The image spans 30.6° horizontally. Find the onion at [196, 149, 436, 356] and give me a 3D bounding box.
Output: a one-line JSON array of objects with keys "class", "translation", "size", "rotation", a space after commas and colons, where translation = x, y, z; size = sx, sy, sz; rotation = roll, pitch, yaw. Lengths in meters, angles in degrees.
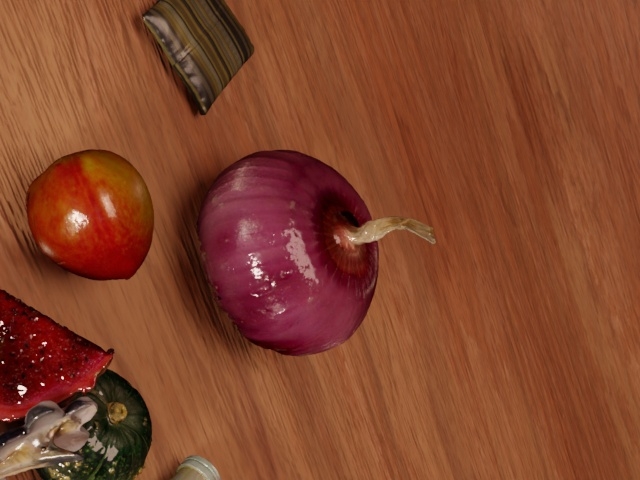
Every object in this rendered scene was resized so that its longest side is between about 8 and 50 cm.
[{"class": "onion", "translation": [-0.037, 0.001, 1.982], "size": [0.358, 0.345, 0.358], "rotation": [30, 30, -19]}]

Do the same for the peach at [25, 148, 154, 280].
[{"class": "peach", "translation": [-0.328, -0.030, 1.696], "size": [0.197, 0.197, 0.197], "rotation": [17, 68, -50]}]

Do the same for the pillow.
[{"class": "pillow", "translation": [-0.208, -0.359, 2.044], "size": [0.208, 0.052, 0.212], "rotation": [60, 42, -30]}]

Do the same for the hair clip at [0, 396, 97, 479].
[{"class": "hair clip", "translation": [-0.396, 0.282, 1.493], "size": [0.146, 0.257, 0.075], "rotation": [63, 2, -70]}]

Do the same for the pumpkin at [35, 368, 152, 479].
[{"class": "pumpkin", "translation": [-0.324, 0.270, 1.653], "size": [0.190, 0.146, 0.190], "rotation": [12, 70, -38]}]

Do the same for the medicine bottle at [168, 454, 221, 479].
[{"class": "medicine bottle", "translation": [-0.243, 0.421, 1.791], "size": [0.218, 0.074, 0.074], "rotation": [-42, 114, -47]}]

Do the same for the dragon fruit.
[{"class": "dragon fruit", "translation": [-0.425, 0.174, 1.563], "size": [0.211, 0.262, 0.134], "rotation": [-55, 170, -19]}]
